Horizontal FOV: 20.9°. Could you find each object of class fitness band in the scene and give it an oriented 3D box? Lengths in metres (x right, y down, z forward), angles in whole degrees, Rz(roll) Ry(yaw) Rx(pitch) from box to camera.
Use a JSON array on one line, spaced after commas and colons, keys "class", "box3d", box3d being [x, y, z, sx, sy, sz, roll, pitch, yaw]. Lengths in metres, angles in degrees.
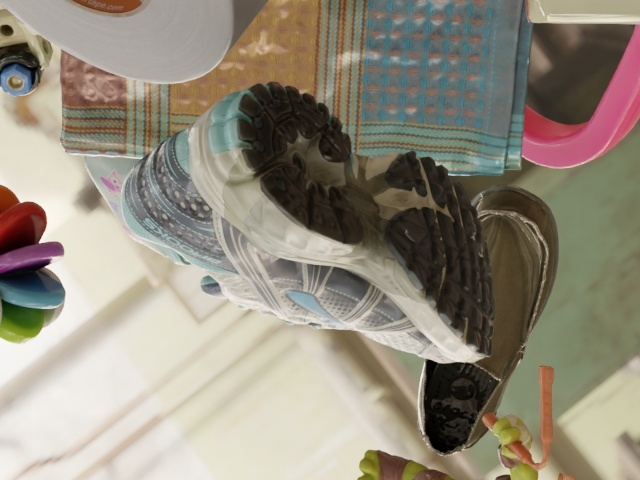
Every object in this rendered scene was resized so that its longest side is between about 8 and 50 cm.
[{"class": "fitness band", "box3d": [0.193, -0.188, 1.430, 0.209, 0.054, 0.291, 43, 144, 20]}]

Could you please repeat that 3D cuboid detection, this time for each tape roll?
[{"class": "tape roll", "box3d": [-0.123, -0.192, 0.975, 0.219, 0.072, 0.219, 26, 150, 17]}]

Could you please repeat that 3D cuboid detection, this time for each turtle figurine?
[{"class": "turtle figurine", "box3d": [0.137, 0.218, 1.410, 0.217, 0.087, 0.270, 2, 109, 34]}]

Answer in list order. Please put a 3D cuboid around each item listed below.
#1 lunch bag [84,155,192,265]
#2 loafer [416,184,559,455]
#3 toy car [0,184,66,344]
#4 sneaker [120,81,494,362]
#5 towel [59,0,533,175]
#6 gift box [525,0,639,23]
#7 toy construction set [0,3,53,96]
[{"class": "lunch bag", "box3d": [-0.126, -0.122, 1.961, 0.108, 0.279, 0.224, 26, 157, 31]}, {"class": "loafer", "box3d": [0.137, 0.076, 1.438, 0.094, 0.251, 0.087, 13, -156, 6]}, {"class": "toy car", "box3d": [-0.349, 0.022, 1.942, 0.159, 0.136, 0.182, -8, -110, -58]}, {"class": "sneaker", "box3d": [0.000, 0.000, 1.005, 0.283, 0.122, 0.110, 34, -133, -44]}, {"class": "towel", "box3d": [-0.017, -0.177, 1.318, 0.040, 0.370, 0.271, -90, 2, -63]}, {"class": "gift box", "box3d": [0.248, -0.228, 0.894, 0.258, 0.276, 0.255, 4, 122, 25]}, {"class": "toy construction set", "box3d": [-0.386, -0.235, 1.746, 0.151, 0.327, 0.215, -65, -33, -46]}]
